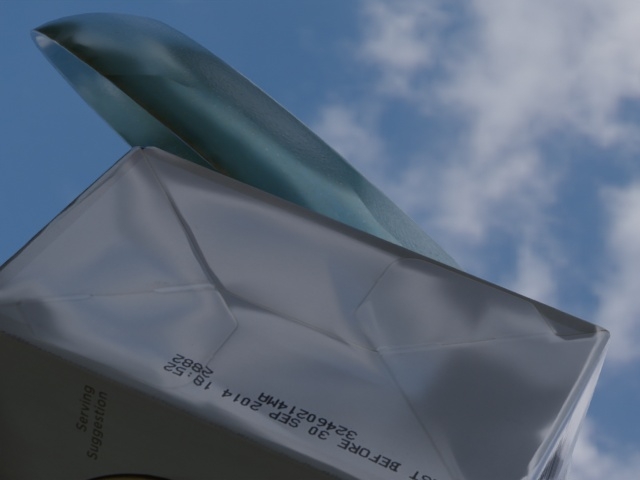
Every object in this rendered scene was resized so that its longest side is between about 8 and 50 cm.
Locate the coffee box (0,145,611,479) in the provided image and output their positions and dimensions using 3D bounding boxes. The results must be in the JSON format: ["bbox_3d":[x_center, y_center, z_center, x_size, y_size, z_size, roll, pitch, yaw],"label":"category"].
[{"bbox_3d":[-0.032,0.142,0.662,0.168,0.119,0.297,22,-55,14],"label":"coffee box"}]

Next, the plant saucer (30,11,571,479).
[{"bbox_3d":[0.000,0.000,0.904,0.043,0.317,0.317,-49,-127,-5],"label":"plant saucer"}]
